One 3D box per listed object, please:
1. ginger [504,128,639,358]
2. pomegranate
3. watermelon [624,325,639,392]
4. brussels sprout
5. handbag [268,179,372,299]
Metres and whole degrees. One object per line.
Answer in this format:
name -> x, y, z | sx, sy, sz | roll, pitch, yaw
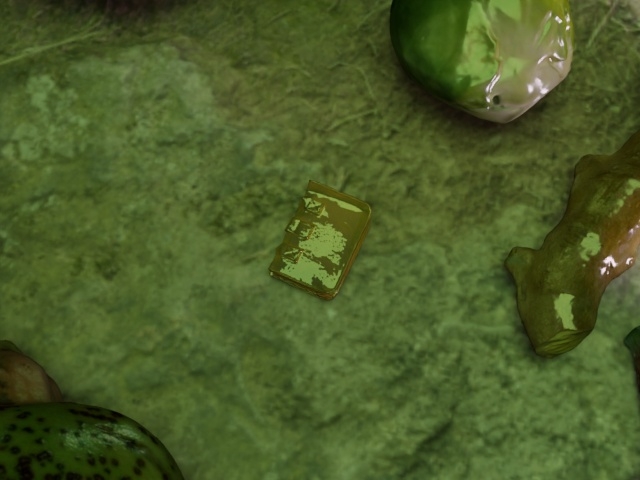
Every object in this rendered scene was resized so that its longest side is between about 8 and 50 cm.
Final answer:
ginger -> 0.248, -0.033, 0.707 | 0.118, 0.065, 0.299 | 34, 75, 26
pomegranate -> -0.208, 0.188, 0.609 | 0.222, 0.276, 0.203 | -5, 109, -24
watermelon -> 0.262, 0.116, 0.646 | 0.121, 0.098, 0.158 | 40, 82, 14
brussels sprout -> 0.132, -0.171, 0.731 | 0.155, 0.117, 0.155 | 0, 93, 7
handbag -> 0.000, 0.000, 0.726 | 0.061, 0.027, 0.083 | 25, 76, 8
